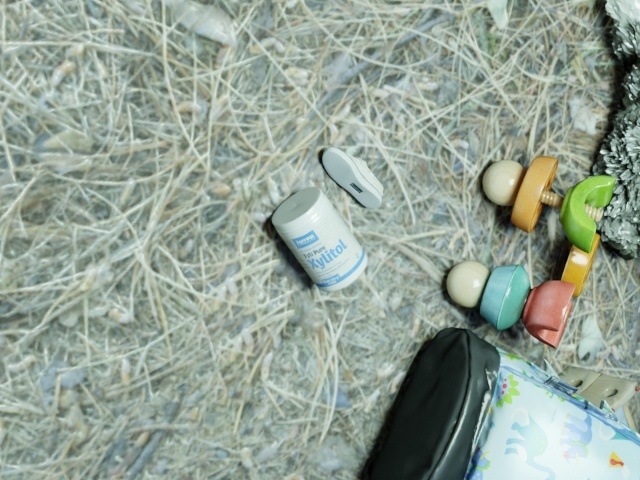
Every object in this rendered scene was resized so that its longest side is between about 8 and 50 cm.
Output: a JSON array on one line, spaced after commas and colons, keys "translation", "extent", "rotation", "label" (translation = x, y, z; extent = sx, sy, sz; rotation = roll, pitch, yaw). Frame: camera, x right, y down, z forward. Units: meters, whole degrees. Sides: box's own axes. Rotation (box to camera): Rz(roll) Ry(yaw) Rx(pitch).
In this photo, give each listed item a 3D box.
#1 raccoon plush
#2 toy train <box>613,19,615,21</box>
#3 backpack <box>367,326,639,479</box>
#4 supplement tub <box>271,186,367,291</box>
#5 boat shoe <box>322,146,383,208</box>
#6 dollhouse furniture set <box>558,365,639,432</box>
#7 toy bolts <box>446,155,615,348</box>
[{"translation": [0.501, -0.102, 1.516], "extent": [0.216, 0.299, 0.446], "rotation": [-34, 117, -19], "label": "raccoon plush"}, {"translation": [0.450, -0.371, 1.629], "extent": [0.125, 0.046, 0.166], "rotation": [6, 96, -19], "label": "toy train"}, {"translation": [0.269, 0.304, 1.409], "extent": [0.355, 0.273, 0.290], "rotation": [33, 75, -21], "label": "backpack"}, {"translation": [0.000, 0.000, 1.350], "extent": [0.071, 0.071, 0.107], "rotation": [-47, 117, -21], "label": "supplement tub"}, {"translation": [0.041, -0.082, 1.395], "extent": [0.100, 0.035, 0.035], "rotation": [42, 45, -25], "label": "boat shoe"}, {"translation": [0.340, 0.281, 1.567], "extent": [0.184, 0.129, 0.129], "rotation": [-35, 112, -26], "label": "dollhouse furniture set"}, {"translation": [0.264, 0.022, 1.520], "extent": [0.218, 0.158, 0.228], "rotation": [78, 35, -62], "label": "toy bolts"}]
